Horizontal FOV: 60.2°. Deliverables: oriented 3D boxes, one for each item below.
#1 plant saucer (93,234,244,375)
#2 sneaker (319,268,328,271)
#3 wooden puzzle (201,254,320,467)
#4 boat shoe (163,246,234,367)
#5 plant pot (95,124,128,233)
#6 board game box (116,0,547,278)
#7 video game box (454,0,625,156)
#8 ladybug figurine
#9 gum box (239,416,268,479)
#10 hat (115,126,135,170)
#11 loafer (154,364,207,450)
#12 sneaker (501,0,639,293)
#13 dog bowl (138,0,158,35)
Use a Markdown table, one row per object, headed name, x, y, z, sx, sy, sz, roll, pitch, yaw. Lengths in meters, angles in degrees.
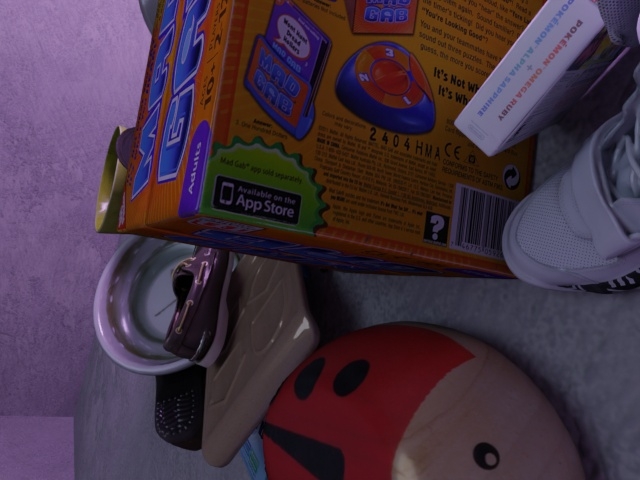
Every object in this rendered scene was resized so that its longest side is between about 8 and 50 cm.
| name | x | y | z | sx | sy | sz | roll | pitch | yaw |
| --- | --- | --- | --- | --- | --- | --- | --- | --- | --- |
| plant saucer | -0.328 | 0.123 | 1.281 | 0.400 | 0.100 | 0.401 | -8 | 60 | 15 |
| sneaker | 0.000 | 0.000 | 0.929 | 0.040 | 0.043 | 0.109 | -26 | 60 | 54 |
| wooden puzzle | -0.105 | 0.160 | 0.966 | 0.322 | 0.080 | 0.348 | -56 | 28 | 21 |
| boat shoe | -0.237 | 0.090 | 1.071 | 0.116 | 0.096 | 0.324 | -47 | 32 | 34 |
| plant pot | -0.409 | -0.127 | 1.453 | 0.274 | 0.293 | 0.275 | -31 | 53 | 54 |
| board game box | -0.003 | -0.158 | 0.661 | 0.356 | 0.356 | 0.357 | -3 | 77 | 61 |
| video game box | 0.216 | -0.166 | 0.446 | 0.048 | 0.205 | 0.187 | 48 | 128 | 13 |
| ladybug figurine | 0.061 | 0.239 | 0.609 | 0.449 | 0.161 | 0.305 | -15 | 68 | 59 |
| gum box | -0.090 | 0.323 | 0.977 | 0.157 | 0.041 | 0.185 | 36 | 112 | 60 |
| hat | -0.313 | -0.129 | 1.261 | 0.134 | 0.331 | 0.331 | -65 | 32 | 29 |
| loafer | -0.308 | 0.323 | 1.270 | 0.366 | 0.133 | 0.130 | -98 | -5 | -52 |
| sneaker | 0.224 | -0.067 | 0.372 | 0.366 | 0.210 | 0.138 | -35 | 51 | 52 |
| dog bowl | -0.228 | -0.553 | 1.252 | 0.102 | 0.348 | 0.349 | 11 | 90 | 49 |
